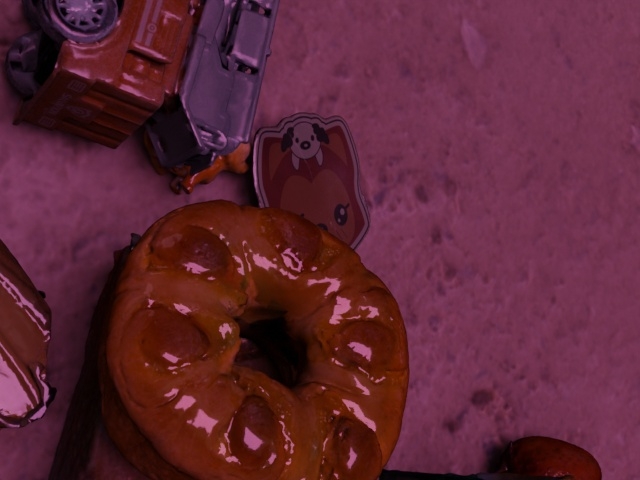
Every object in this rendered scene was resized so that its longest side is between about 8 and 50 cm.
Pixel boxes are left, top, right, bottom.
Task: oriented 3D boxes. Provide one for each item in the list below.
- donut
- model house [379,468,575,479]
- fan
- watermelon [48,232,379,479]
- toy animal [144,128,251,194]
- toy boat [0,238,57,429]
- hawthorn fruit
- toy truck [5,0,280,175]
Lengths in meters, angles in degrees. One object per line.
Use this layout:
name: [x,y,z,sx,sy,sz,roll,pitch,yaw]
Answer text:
donut: [-0.045,0.081,0.853,0.226,0.114,0.227,13,59,-22]
model house: [0.182,0.280,0.983,0.248,0.280,0.230,-4,86,-23]
fan: [0.000,0.000,1.066,0.132,0.009,0.220,-13,96,-43]
watermelon: [-0.070,0.175,0.957,0.264,0.151,0.302,14,59,-23]
toy animal: [-0.095,-0.078,1.017,0.083,0.060,0.081,-42,104,-18]
toy boat: [-0.358,-0.033,0.836,0.445,0.136,0.162,49,60,-8]
hawthorn fruit: [0.199,0.211,1.119,0.093,0.081,0.081,31,69,-8]
toy truck: [-0.111,-0.230,0.974,0.184,0.133,0.338,22,68,-21]
